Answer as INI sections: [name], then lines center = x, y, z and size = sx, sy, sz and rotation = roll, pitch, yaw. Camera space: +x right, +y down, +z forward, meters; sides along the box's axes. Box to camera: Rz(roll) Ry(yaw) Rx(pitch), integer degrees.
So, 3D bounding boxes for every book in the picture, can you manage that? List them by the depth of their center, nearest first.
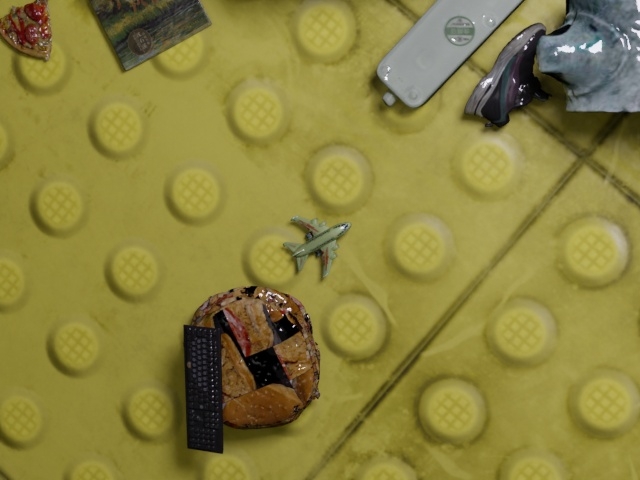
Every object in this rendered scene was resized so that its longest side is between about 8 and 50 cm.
[book]
center = -0.284, -0.397, 2.031
size = 0.160, 0.024, 0.228
rotation = -27, 91, 16

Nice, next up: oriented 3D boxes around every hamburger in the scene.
[hamburger]
center = -0.108, 0.181, 2.016
size = 0.231, 0.107, 0.230
rotation = 1, 101, 6

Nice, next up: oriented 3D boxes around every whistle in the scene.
[whistle]
center = 0.499, -0.258, 1.791
size = 0.405, 0.188, 0.168
rotation = 0, 96, 12

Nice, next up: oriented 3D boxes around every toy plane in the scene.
[toy plane]
center = 0.000, 0.000, 2.003
size = 0.111, 0.040, 0.102
rotation = -30, 91, 13

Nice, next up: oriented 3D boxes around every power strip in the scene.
[power strip]
center = 0.225, -0.337, 1.907
size = 0.091, 0.062, 0.385
rotation = 45, 102, 4

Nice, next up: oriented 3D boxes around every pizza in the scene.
[pizza]
center = -0.469, -0.334, 2.075
size = 0.099, 0.029, 0.100
rotation = 4, 97, 13

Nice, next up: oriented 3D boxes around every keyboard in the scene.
[keyboard]
center = -0.174, 0.223, 1.983
size = 0.064, 0.010, 0.198
rotation = 4, 104, 19

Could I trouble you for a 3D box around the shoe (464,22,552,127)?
[shoe]
center = 0.287, -0.228, 1.904
size = 0.099, 0.071, 0.169
rotation = 37, 106, 3
